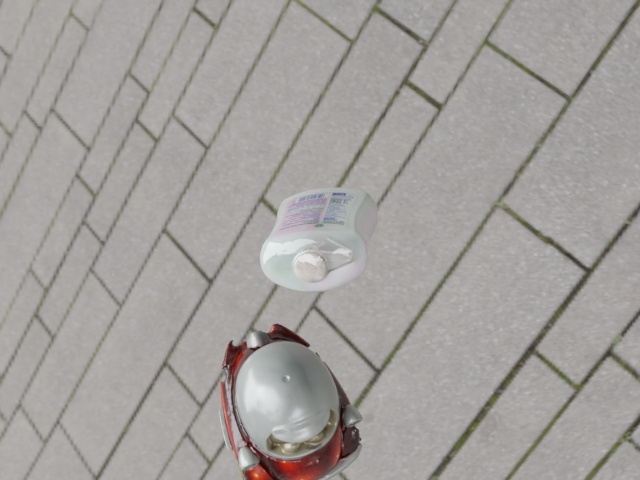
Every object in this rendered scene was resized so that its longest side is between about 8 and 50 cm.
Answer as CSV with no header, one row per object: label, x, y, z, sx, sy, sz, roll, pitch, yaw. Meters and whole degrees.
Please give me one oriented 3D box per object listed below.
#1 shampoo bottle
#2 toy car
shampoo bottle,0.000,0.000,0.598,0.072,0.099,0.043,-5,112,9
toy car,-0.031,0.127,0.735,0.112,0.112,0.139,-21,65,-12
